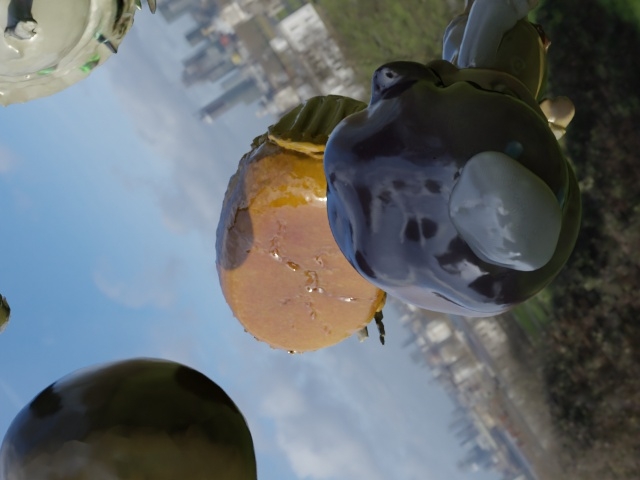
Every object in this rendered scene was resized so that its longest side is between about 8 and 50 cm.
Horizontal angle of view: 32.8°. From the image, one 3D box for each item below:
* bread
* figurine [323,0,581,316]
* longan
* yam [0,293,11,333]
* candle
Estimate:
[{"bbox_3d":[-0.012,-0.003,1.388,0.388,0.236,0.183,95,-164,-45],"label":"bread"},{"bbox_3d":[0.151,-0.088,0.925,0.206,0.365,0.218,21,140,22],"label":"figurine"},{"bbox_3d":[-0.191,0.239,1.119,0.258,0.258,0.258,57,-178,-3],"label":"longan"},{"bbox_3d":[-0.461,0.053,1.308,0.083,0.083,0.371,57,177,17],"label":"yam"},{"bbox_3d":[-0.211,-0.189,0.704,0.187,0.187,0.330,54,-172,-50],"label":"candle"}]
